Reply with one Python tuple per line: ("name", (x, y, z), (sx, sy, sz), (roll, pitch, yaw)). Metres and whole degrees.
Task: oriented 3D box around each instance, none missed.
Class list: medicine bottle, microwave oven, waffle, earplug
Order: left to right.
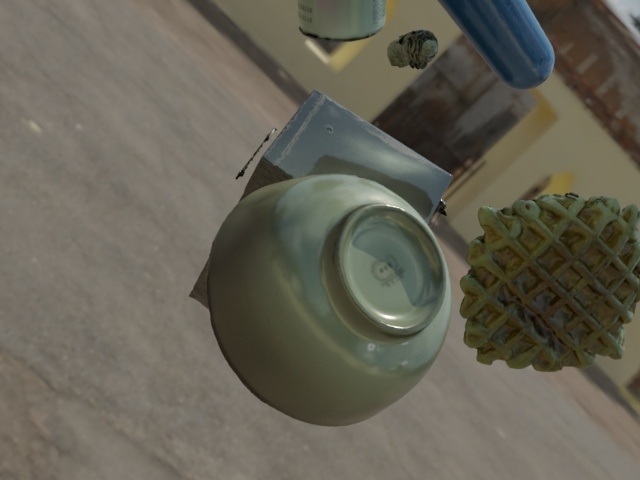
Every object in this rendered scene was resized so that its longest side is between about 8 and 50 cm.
("microwave oven", (0.000, 0.000, 2.212), (0.374, 0.432, 0.236), (31, 47, 0))
("medicine bottle", (0.031, -0.388, 1.717), (0.135, 0.135, 0.168), (-121, -155, -56))
("earplug", (0.300, -0.376, 2.014), (0.273, 0.132, 0.132), (52, 7, -15))
("waffle", (0.245, 0.047, 1.242), (0.214, 0.207, 0.054), (-4, 28, -15))

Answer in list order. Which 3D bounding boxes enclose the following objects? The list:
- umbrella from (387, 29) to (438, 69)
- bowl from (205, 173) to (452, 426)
("umbrella", (0.153, -0.315, 1.953), (0.062, 0.067, 0.143), (14, 1, -23))
("bowl", (0.044, 0.060, 1.567), (0.354, 0.354, 0.185), (44, -35, -13))
